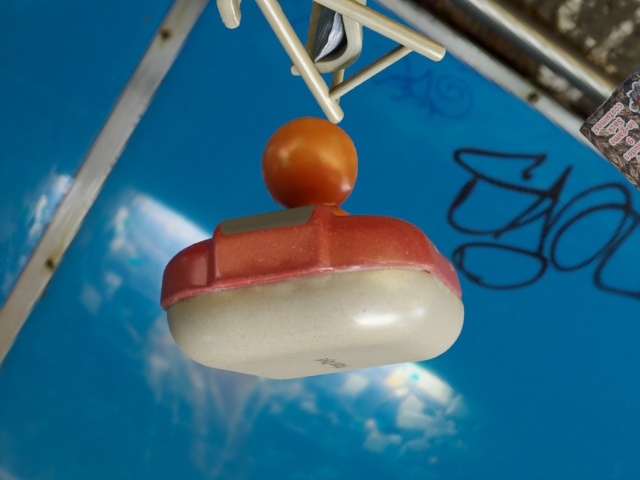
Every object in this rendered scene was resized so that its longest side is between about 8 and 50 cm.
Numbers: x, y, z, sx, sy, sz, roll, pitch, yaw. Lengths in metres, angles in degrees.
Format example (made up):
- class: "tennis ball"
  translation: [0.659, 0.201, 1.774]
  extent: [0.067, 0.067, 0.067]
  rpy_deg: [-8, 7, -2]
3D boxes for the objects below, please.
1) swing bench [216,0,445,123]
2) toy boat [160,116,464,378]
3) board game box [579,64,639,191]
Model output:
- class: "swing bench"
  translation: [0.000, -0.318, 1.117]
  extent: [0.254, 0.165, 0.253]
  rpy_deg: [37, -137, -30]
- class: "toy boat"
  translation: [0.000, 0.000, 0.610]
  extent: [0.231, 0.151, 0.151]
  rpy_deg: [36, -134, -72]
- class: "board game box"
  translation: [0.412, -0.082, 0.850]
  extent: [0.232, 0.141, 0.291]
  rpy_deg: [-39, -98, -29]
